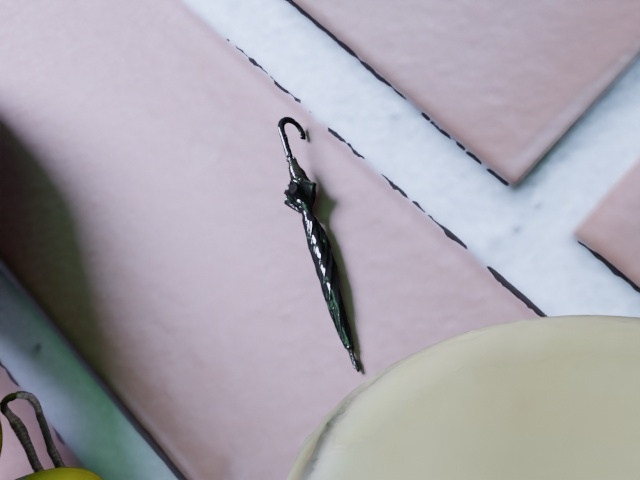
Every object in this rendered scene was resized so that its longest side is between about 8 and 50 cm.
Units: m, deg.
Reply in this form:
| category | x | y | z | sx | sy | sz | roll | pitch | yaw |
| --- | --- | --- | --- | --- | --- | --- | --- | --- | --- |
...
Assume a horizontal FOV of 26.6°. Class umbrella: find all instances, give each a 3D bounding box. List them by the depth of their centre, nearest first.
| category | x | y | z | sx | sy | sz | roll | pitch | yaw |
| --- | --- | --- | --- | --- | --- | --- | --- | --- | --- |
| umbrella | -0.004 | -0.001 | 0.707 | 0.022 | 0.022 | 0.149 | -36 | 57 | 40 |

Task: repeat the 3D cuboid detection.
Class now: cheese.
| category | x | y | z | sx | sy | sz | roll | pitch | yaw |
| --- | --- | --- | --- | --- | --- | --- | --- | --- | --- |
| cheese | 0.094 | 0.143 | 0.506 | 0.233 | 0.127 | 0.266 | 3 | 46 | 32 |

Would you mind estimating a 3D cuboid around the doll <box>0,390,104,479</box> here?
| category | x | y | z | sx | sy | sz | roll | pitch | yaw |
| --- | --- | --- | --- | --- | --- | --- | --- | --- | --- |
| doll | -0.144 | 0.155 | 0.657 | 0.221 | 0.135 | 0.143 | 41 | 89 | -2 |
